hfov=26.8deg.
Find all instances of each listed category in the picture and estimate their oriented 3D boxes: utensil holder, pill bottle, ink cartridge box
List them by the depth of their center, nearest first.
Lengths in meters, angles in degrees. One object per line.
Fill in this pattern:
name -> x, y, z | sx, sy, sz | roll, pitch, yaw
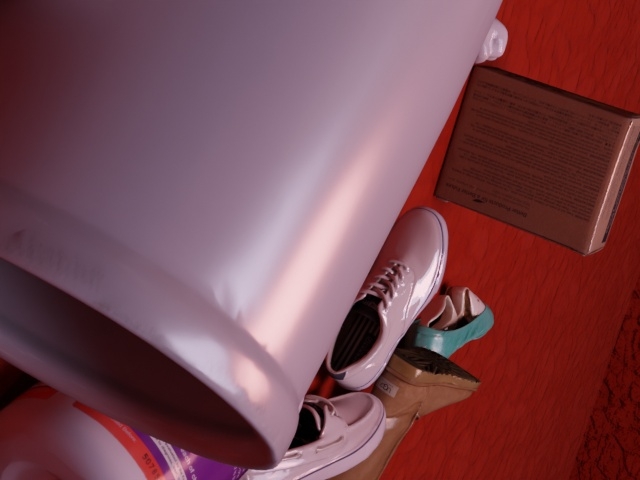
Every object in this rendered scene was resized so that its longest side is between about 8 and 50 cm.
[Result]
utensil holder -> -0.083, -0.087, 0.931 | 0.385, 0.327, 0.327 | -60, 156, -20
pill bottle -> -0.135, 0.148, 1.197 | 0.323, 0.181, 0.181 | -40, 144, -46
ink cartridge box -> 0.297, -0.112, 1.821 | 0.088, 0.234, 0.193 | -13, 123, -61

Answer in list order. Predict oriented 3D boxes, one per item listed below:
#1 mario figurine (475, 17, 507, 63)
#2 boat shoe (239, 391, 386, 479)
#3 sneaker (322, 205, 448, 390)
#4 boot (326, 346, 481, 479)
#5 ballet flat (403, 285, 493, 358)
mario figurine -> 0.048, -0.166, 1.277 | 0.198, 0.170, 0.320 | -54, 164, 30
boat shoe -> -0.015, 0.232, 1.630 | 0.267, 0.096, 0.088 | -21, 127, -39
sneaker -> 0.086, 0.073, 1.710 | 0.258, 0.094, 0.091 | -66, 161, -3
boot -> 0.087, 0.277, 1.849 | 0.236, 0.089, 0.269 | 16, 107, -54
ballet flat -> 0.199, 0.116, 2.010 | 0.247, 0.083, 0.087 | -30, 128, -55
